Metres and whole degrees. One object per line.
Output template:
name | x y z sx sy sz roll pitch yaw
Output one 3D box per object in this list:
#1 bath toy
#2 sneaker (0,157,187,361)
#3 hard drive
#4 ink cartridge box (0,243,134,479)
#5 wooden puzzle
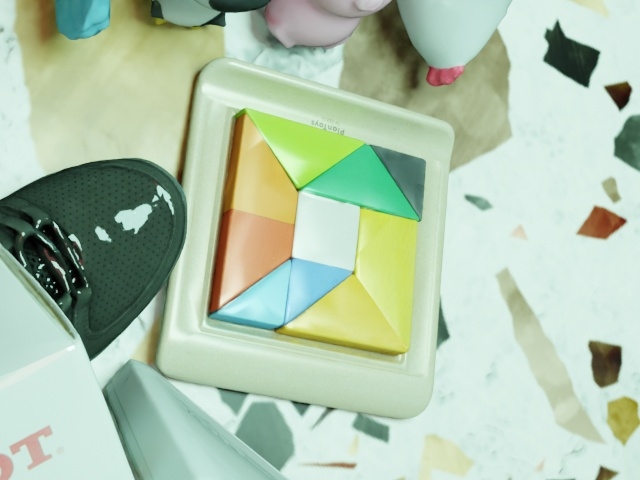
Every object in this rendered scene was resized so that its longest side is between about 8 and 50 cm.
bath toy | -0.010 -0.187 0.879 0.348 0.151 0.129 1 112 -29
sneaker | -0.210 0.050 0.737 0.340 0.139 0.125 -35 96 -27
hard drive | -0.029 0.169 0.712 0.203 0.307 0.040 41 85 -14
ink cartridge box | -0.212 0.233 0.606 0.279 0.160 0.385 -26 119 -22
wooden puzzle | 0.000 0.000 0.899 0.220 0.044 0.239 13 76 -24
